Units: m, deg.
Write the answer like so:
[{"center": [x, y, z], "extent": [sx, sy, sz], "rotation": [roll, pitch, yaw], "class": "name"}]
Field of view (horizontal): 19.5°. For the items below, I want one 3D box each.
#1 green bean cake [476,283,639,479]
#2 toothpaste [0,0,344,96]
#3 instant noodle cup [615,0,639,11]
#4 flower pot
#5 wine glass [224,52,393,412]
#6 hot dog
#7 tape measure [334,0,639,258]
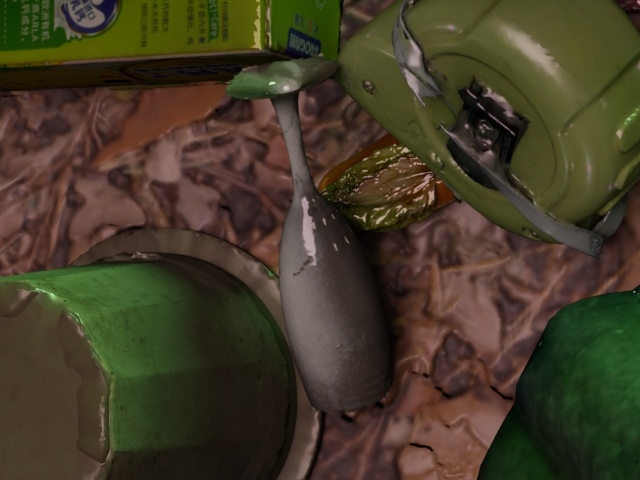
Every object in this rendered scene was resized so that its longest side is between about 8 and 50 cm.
[{"center": [0.200, 0.210, 0.851], "extent": [0.300, 0.169, 0.308], "rotation": [20, 105, -17], "class": "green bean cake"}, {"center": [-0.156, -0.132, 1.108], "extent": [0.327, 0.110, 0.077], "rotation": [-1, 85, 22], "class": "toothpaste"}, {"center": [0.128, -0.249, 0.933], "extent": [0.243, 0.231, 0.243], "rotation": [-1, 88, 23], "class": "instant noodle cup"}, {"center": [-0.136, 0.092, 1.048], "extent": [0.212, 0.202, 0.212], "rotation": [-1, 87, 26], "class": "flower pot"}, {"center": [0.000, 0.000, 1.025], "extent": [0.066, 0.066, 0.198], "rotation": [-3, 116, 22], "class": "wine glass"}, {"center": [0.049, -0.037, 1.058], "extent": [0.133, 0.041, 0.056], "rotation": [-25, 79, 19], "class": "hot dog"}, {"center": [0.100, -0.075, 0.962], "extent": [0.177, 0.154, 0.087], "rotation": [42, 59, 6], "class": "tape measure"}]
